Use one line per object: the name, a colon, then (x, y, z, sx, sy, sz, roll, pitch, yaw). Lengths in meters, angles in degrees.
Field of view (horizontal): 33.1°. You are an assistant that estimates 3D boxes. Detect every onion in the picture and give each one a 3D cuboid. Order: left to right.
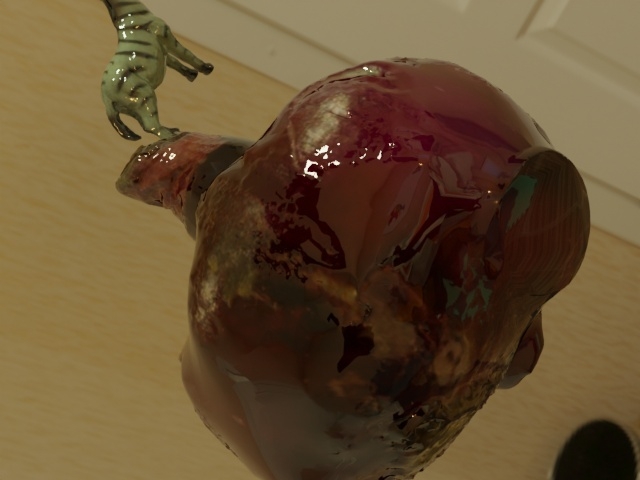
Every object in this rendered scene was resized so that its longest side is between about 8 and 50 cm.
onion: (0.000, 0.000, 0.961, 0.420, 0.398, 0.398, 36, 106, 32)

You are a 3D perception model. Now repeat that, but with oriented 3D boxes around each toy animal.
toy animal: (-0.212, -0.208, 1.229, 0.073, 0.176, 0.217, -33, 38, 43)
